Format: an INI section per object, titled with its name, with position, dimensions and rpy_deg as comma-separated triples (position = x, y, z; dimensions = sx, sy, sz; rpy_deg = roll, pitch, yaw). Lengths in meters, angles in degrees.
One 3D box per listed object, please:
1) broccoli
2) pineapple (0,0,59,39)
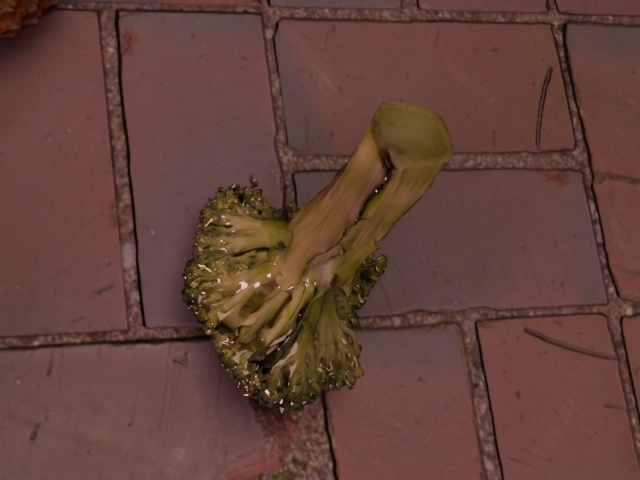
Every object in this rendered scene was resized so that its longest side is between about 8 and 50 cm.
[broccoli]
position = 0.005, -0.013, 1.406
dimensions = 0.221, 0.361, 0.252
rpy_deg = 23, 26, -15
[pineapple]
position = -0.312, -0.318, 1.515
dimensions = 0.361, 0.175, 0.175
rpy_deg = -23, 80, -39
